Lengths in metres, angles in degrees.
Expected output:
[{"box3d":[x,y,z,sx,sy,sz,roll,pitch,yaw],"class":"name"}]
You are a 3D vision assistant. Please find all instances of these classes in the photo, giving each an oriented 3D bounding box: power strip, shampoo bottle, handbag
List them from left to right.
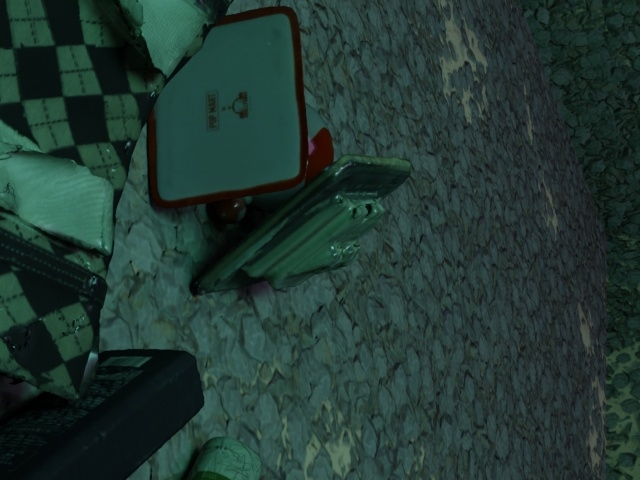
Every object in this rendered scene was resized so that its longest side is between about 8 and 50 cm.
[{"box3d":[-0.197,-0.116,0.614,0.317,0.180,0.416,44,59,-54],"class":"handbag"},{"box3d":[-0.196,0.158,0.645,0.309,0.098,0.071,-36,120,-61],"class":"shampoo bottle"},{"box3d":[-0.110,0.260,0.819,0.065,0.065,0.204,64,28,-27],"class":"shampoo bottle"},{"box3d":[0.000,0.000,0.972,0.064,0.213,0.198,57,25,12],"class":"power strip"}]

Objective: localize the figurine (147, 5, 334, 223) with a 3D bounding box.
[{"box3d":[-0.054,-0.101,0.999,0.226,0.160,0.183,34,50,-67],"class":"figurine"}]
